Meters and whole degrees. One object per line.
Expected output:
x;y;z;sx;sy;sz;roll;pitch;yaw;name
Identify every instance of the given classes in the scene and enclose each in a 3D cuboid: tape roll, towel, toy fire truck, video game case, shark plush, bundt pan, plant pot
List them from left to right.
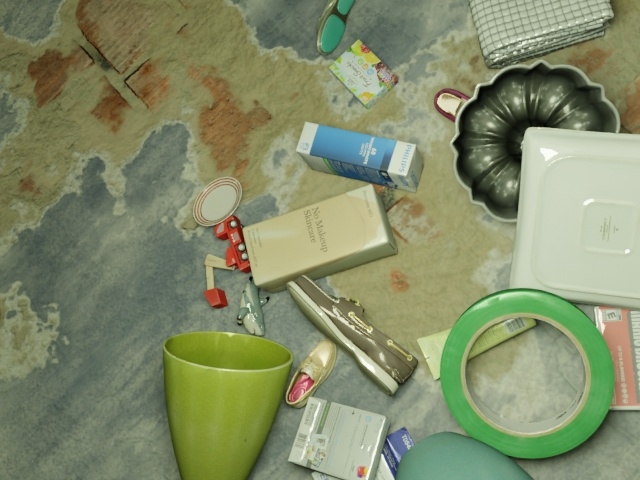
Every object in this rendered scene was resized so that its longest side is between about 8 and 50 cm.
-0.209;0.372;1.445;0.274;0.274;0.294;9;97;18;plant pot
-0.227;0.050;1.615;0.135;0.047;0.192;-26;71;11;toy fire truck
-0.151;0.140;1.585;0.067;0.073;0.161;9;60;-3;shark plush
0.248;0.479;1.271;0.290;0.290;0.195;-38;47;5;plant pot
0.397;0.255;1.325;0.321;0.077;0.322;0;91;16;tape roll
0.429;-0.200;1.391;0.330;0.124;0.331;2;104;9;bundt pan
0.476;-0.527;1.501;0.283;0.121;0.235;-14;72;15;towel
0.688;0.223;1.312;0.285;0.025;0.204;-4;76;16;video game case

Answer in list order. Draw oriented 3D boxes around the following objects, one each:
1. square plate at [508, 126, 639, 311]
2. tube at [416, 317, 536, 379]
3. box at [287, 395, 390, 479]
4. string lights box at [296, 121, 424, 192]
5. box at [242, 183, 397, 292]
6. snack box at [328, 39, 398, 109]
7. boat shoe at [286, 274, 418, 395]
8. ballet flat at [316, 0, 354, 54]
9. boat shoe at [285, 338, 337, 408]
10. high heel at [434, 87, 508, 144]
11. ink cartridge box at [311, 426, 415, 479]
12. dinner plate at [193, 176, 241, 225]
0.549;-0.031;1.297;0.343;0.049;0.348;7;106;18;square plate
0.325;0.197;1.414;0.240;0.062;0.070;-28;30;12;tube
0.039;0.419;1.420;0.186;0.038;0.145;6;66;31;box
0.091;-0.185;1.527;0.259;0.133;0.077;15;81;19;string lights box
0.000;0.000;1.518;0.311;0.121;0.148;-20;72;12;box
0.102;-0.396;1.623;0.100;0.037;0.141;-43;70;5;snack box
0.065;0.183;1.453;0.324;0.117;0.096;43;75;13;boat shoe
0.032;-0.554;1.675;0.068;0.072;0.213;17;81;47;ballet flat
-0.021;0.292;1.490;0.063;0.059;0.170;28;86;21;boat shoe
0.361;-0.261;1.515;0.244;0.117;0.082;26;107;2;high heel
0.125;0.532;1.398;0.223;0.045;0.223;-30;71;8;ink cartridge box
-0.248;-0.093;1.653;0.141;0.017;0.141;-17;52;22;dinner plate
